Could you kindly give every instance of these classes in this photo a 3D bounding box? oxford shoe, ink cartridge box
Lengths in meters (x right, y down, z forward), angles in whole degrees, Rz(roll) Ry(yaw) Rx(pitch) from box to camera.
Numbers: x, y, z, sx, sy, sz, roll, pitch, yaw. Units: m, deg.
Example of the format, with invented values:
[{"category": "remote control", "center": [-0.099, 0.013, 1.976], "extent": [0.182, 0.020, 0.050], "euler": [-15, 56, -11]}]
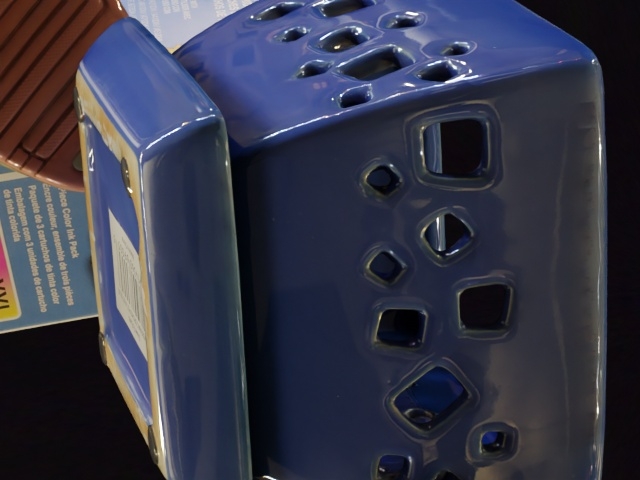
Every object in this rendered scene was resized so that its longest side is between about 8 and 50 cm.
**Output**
[{"category": "oxford shoe", "center": [-0.256, -0.159, 1.080], "extent": [0.397, 0.146, 0.140], "euler": [40, -110, 2]}, {"category": "ink cartridge box", "center": [-0.106, -0.080, 1.407], "extent": [0.395, 0.270, 0.151], "euler": [-8, -60, -5]}]

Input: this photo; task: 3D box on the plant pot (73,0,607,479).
[{"category": "plant pot", "center": [0.000, 0.000, 0.935], "extent": [0.212, 0.236, 0.236], "euler": [-8, -68, -15]}]
